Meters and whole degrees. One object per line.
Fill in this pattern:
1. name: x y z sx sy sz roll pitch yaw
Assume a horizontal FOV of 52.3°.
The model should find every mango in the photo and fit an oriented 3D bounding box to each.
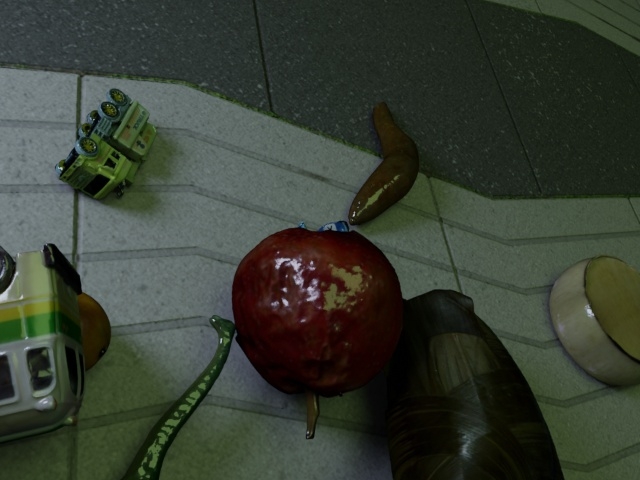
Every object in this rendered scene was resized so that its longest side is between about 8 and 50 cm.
1. mango: -0.323 0.108 0.742 0.163 0.089 0.111 -9 54 -26

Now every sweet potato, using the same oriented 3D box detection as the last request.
1. sweet potato: 0.131 -0.146 1.214 0.108 0.079 0.346 19 47 -5

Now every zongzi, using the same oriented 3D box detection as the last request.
1. zongzi: 0.150 0.195 0.809 0.432 0.207 0.403 47 25 -54

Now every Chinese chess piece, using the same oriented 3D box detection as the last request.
1. Chinese chess piece: 0.570 0.154 1.272 0.257 0.104 0.257 17 52 -23

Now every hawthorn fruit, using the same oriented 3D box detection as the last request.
1. hawthorn fruit: -0.001 0.121 0.857 0.210 0.230 0.266 22 60 -56

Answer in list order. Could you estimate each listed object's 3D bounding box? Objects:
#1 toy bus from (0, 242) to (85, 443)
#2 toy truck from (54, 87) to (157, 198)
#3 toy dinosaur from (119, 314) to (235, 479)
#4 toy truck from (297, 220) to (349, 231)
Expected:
1. toy bus: -0.383 0.117 0.608 0.305 0.143 0.179 -10 77 -13
2. toy truck: -0.296 -0.134 0.935 0.100 0.077 0.169 36 42 -25
3. toy dinosaur: -0.171 0.312 0.699 0.300 0.087 0.447 -8 69 -34
4. toy truck: 0.000 0.000 1.030 0.090 0.073 0.056 9 55 -29
